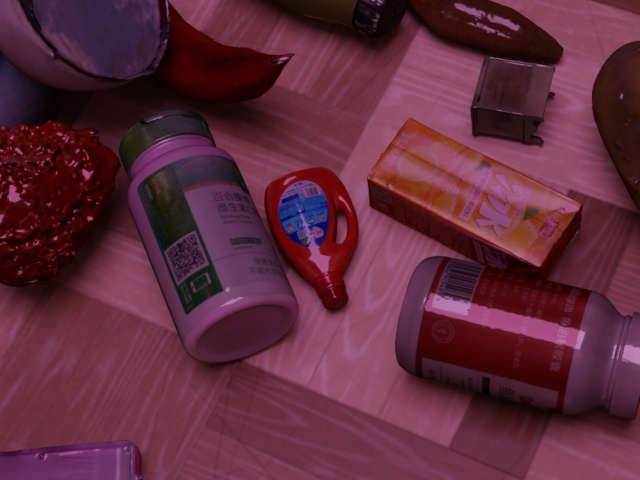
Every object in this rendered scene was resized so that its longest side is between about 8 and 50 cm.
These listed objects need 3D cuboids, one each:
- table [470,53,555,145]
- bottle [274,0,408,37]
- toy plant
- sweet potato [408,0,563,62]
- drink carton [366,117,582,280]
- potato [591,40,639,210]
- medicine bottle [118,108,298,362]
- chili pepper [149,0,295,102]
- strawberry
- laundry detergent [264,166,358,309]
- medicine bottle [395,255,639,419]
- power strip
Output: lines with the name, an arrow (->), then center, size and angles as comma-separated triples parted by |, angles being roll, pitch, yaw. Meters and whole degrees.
table -> 0.221, -0.159, 1.623 | 0.083, 0.062, 0.079 | 10, 65, 13
bottle -> -0.015, -0.329, 1.717 | 0.260, 0.112, 0.112 | 34, 72, 22
toy plant -> -0.367, -0.243, 1.650 | 0.332, 0.247, 0.247 | -18, 56, 38
sweet potato -> 0.169, -0.271, 1.694 | 0.255, 0.058, 0.078 | 32, 55, 24
drink carton -> 0.168, -0.040, 1.566 | 0.223, 0.071, 0.096 | 28, 70, 19
potato -> 0.403, -0.101, 1.526 | 0.191, 0.141, 0.296 | -10, 60, -16
medicine bottle -> -0.131, -0.011, 1.560 | 0.133, 0.133, 0.274 | -24, 62, -4
chili pepper -> -0.164, -0.245, 1.688 | 0.368, 0.137, 0.092 | 35, 38, 29
strawberry -> -0.318, -0.051, 1.590 | 0.201, 0.187, 0.184 | -28, 96, -5
laundry detergent -> 0.000, 0.000, 1.585 | 0.097, 0.049, 0.165 | -18, 64, -5
medicine bottle -> 0.209, 0.102, 1.453 | 0.250, 0.131, 0.131 | 14, 66, 15
power strip -> -0.316, 0.275, 1.493 | 0.278, 0.037, 0.109 | -5, 63, 5
